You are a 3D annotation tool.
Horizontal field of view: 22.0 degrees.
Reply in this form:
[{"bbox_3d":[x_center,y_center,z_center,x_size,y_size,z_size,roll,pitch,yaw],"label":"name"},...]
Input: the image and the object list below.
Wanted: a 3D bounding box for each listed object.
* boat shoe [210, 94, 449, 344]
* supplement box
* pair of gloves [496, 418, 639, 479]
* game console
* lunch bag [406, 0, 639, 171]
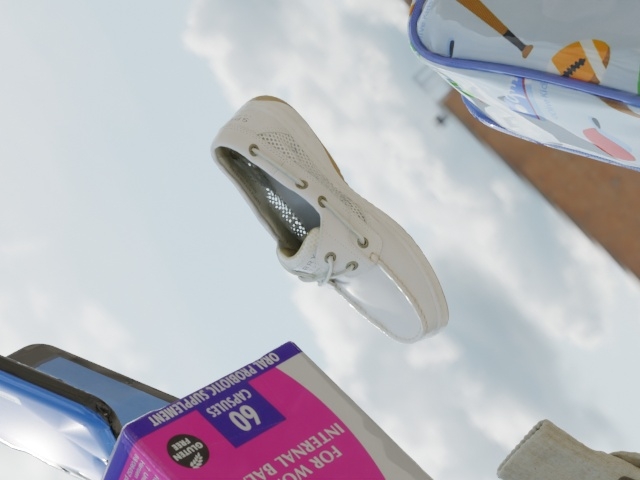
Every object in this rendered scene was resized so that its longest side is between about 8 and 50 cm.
[{"bbox_3d":[0.000,0.000,1.494,0.277,0.098,0.096,48,-134,-3],"label":"boat shoe"},{"bbox_3d":[0.007,0.168,0.726,0.220,0.114,0.111,43,-138,20],"label":"supplement box"},{"bbox_3d":[0.225,0.281,1.542,0.204,0.240,0.042,23,-154,-16],"label":"pair of gloves"},{"bbox_3d":[-0.277,0.148,1.782,0.293,0.173,0.250,19,147,25],"label":"game console"},{"bbox_3d":[0.190,-0.192,0.899,0.243,0.303,0.115,18,168,40],"label":"lunch bag"}]
